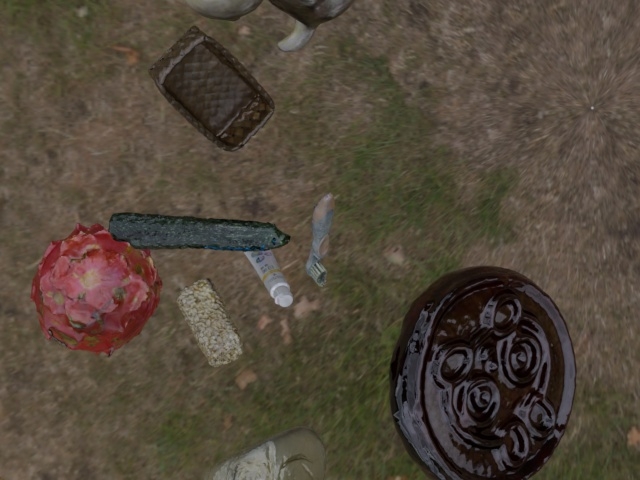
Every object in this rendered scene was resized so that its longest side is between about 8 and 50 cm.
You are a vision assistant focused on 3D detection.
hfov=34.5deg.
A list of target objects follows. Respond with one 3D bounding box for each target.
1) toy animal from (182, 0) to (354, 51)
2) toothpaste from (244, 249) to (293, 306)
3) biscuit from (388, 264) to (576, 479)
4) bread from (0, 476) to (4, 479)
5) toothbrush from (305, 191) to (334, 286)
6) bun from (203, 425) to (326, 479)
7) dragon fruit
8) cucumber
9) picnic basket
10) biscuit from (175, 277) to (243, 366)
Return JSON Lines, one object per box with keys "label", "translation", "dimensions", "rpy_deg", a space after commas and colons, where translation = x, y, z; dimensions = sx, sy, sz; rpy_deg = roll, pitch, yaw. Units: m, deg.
{"label": "toy animal", "translation": [-0.035, -0.265, 0.949], "dimensions": [0.121, 0.233, 0.168], "rpy_deg": [43, 104, 22]}
{"label": "toothpaste", "translation": [-0.082, 0.040, 1.581], "dimensions": [0.048, 0.190, 0.031], "rpy_deg": [-29, 128, -4]}
{"label": "biscuit", "translation": [0.299, 0.246, 1.813], "dimensions": [0.091, 0.407, 0.407], "rpy_deg": [-3, 98, 55]}
{"label": "bread", "translation": [-0.378, 0.185, 0.807], "dimensions": [0.264, 0.163, 0.167], "rpy_deg": [38, 81, -12]}
{"label": "toothbrush", "translation": [0.000, 0.000, 1.434], "dimensions": [0.028, 0.375, 0.037], "rpy_deg": [-35, 77, -12]}
{"label": "bun", "translation": [-0.069, 0.323, 1.371], "dimensions": [0.113, 0.173, 0.166], "rpy_deg": [64, 151, 10]}
{"label": "dragon fruit", "translation": [-0.359, 0.086, 1.656], "dimensions": [0.205, 0.268, 0.210], "rpy_deg": [-34, 67, -22]}
{"label": "cucumber", "translation": [-0.159, -0.008, 1.320], "dimensions": [0.257, 0.044, 0.043], "rpy_deg": [4, 127, 23]}
{"label": "picnic basket", "translation": [-0.150, -0.208, 1.427], "dimensions": [0.110, 0.193, 0.055], "rpy_deg": [-46, 48, 0]}
{"label": "biscuit", "translation": [-0.201, 0.150, 1.895], "dimensions": [0.082, 0.070, 0.168], "rpy_deg": [-26, 63, -12]}
